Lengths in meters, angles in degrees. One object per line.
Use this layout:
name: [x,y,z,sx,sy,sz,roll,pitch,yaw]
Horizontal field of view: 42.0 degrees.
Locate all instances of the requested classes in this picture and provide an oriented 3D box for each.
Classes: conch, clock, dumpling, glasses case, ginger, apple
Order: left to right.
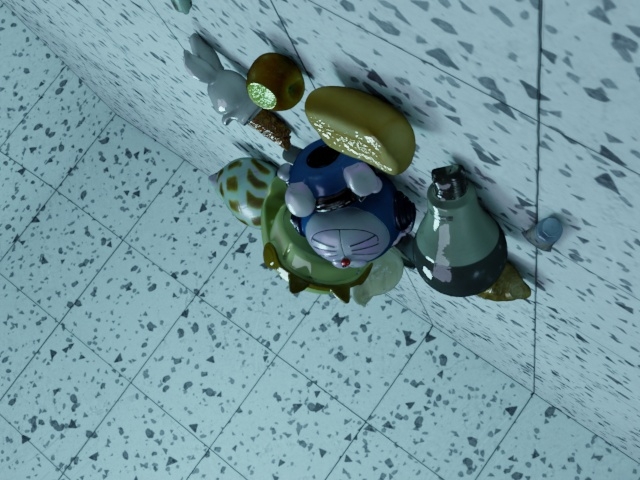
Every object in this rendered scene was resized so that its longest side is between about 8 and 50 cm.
conch: [-0.185,-0.152,2.667,0.368,0.197,0.249,32,-150,1]
apple: [-0.081,-0.299,1.570,0.102,0.099,0.114,25,144,18]
glasses case: [-0.023,-0.199,2.187,0.072,0.042,0.190,32,178,-43]
clock: [0.000,0.000,2.048,0.286,0.117,0.348,11,-137,-13]
dumpling: [0.141,0.092,2.265,0.131,0.179,0.252,34,174,18]
clock: [0.171,-0.017,2.368,0.280,0.055,0.280,35,173,5]
ginger: [0.362,0.071,1.840,0.216,0.102,0.157,29,-162,19]

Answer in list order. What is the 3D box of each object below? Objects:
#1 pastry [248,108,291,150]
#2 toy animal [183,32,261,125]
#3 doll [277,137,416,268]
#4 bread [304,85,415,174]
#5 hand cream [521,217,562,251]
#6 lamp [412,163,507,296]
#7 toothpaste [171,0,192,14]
pastry: [-0.133,-0.289,2.046,0.169,0.063,0.087,34,-177,-23]
toy animal: [-0.229,-0.350,1.865,0.220,0.104,0.131,38,144,-9]
doll: [0.059,-0.077,1.841,0.284,0.240,0.310,-8,135,22]
bread: [0.074,-0.201,1.446,0.217,0.098,0.147,28,169,35]
hand cream: [0.386,-0.010,1.439,0.065,0.043,0.171,36,178,10]
lamp: [0.238,-0.023,1.573,0.182,0.182,0.314,28,160,50]
toothpaste: [-0.278,-0.486,1.544,0.060,0.038,0.233,31,169,14]
